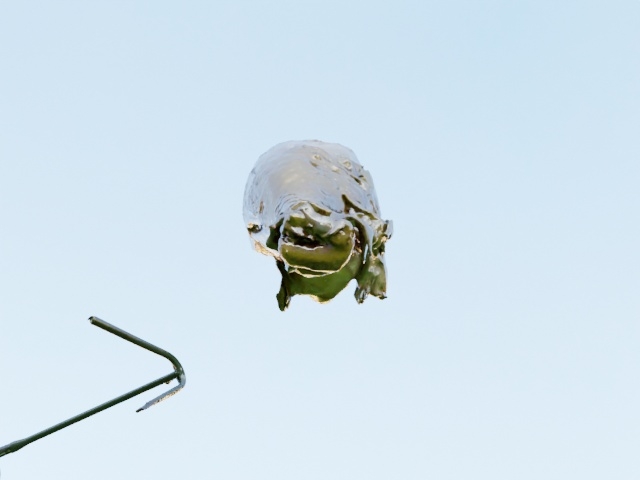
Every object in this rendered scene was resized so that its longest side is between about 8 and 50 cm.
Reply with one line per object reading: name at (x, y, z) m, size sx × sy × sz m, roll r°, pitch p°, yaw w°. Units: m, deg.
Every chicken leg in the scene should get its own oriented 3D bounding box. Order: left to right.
chicken leg at (-0.002, -0.003, 0.688) m, size 0.085 × 0.207 × 0.101 m, roll -8°, pitch -80°, yaw 0°

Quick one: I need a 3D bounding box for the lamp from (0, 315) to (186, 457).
lamp at (-0.119, 0.081, 0.515) m, size 0.121 × 0.041 × 0.054 m, roll -31°, pitch -24°, yaw 16°
